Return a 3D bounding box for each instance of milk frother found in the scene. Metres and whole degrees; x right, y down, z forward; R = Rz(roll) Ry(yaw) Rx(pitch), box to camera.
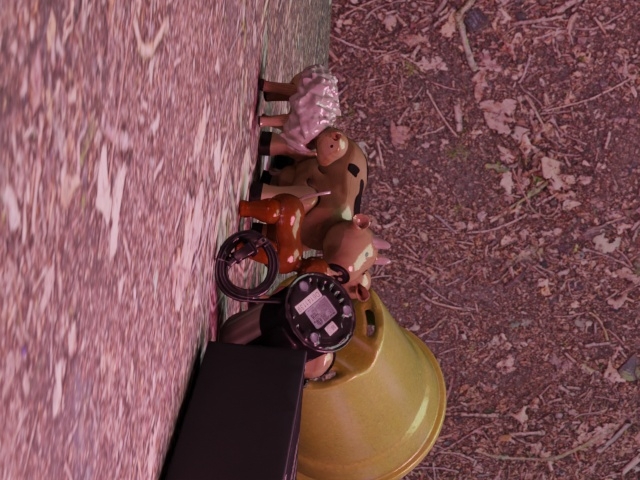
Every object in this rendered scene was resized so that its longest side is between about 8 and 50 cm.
[{"bbox_3d":[-0.062,0.069,1.511,0.135,0.129,0.143,-31,-102,50],"label":"milk frother"}]

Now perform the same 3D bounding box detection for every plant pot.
[{"bbox_3d":[0.020,0.172,2.045,0.254,0.276,0.276,69,24,-58],"label":"plant pot"}]

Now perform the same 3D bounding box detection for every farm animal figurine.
[{"bbox_3d":[0.000,0.000,1.809,0.330,0.172,0.326,91,4,-61],"label":"farm animal figurine"}]

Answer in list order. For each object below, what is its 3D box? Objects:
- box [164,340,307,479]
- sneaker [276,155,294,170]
[{"bbox_3d":[-0.075,0.231,1.320,0.261,0.103,0.184,-79,177,-66],"label":"box"},{"bbox_3d":[-0.033,-0.106,2.094,0.217,0.079,0.121,115,-21,-72],"label":"sneaker"}]
